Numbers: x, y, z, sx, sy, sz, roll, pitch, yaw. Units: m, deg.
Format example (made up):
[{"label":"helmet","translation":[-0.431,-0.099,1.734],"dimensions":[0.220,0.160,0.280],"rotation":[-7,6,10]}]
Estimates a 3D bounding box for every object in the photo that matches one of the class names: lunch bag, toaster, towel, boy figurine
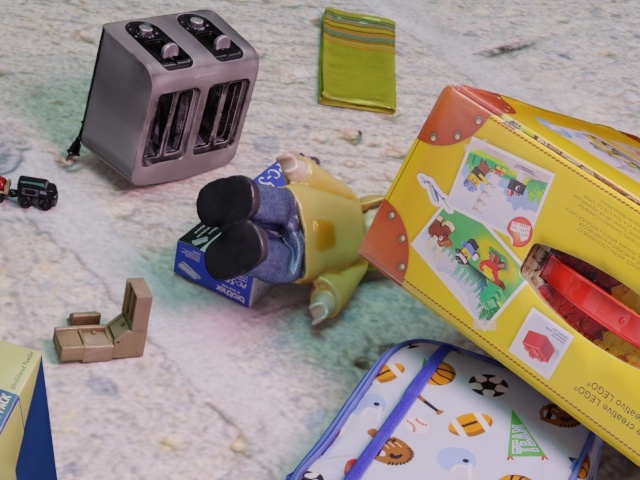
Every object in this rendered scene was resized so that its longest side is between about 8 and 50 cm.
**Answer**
[{"label":"lunch bag","translation":[0.104,0.213,1.432],"dimensions":[0.243,0.115,0.303],"rotation":[20,35,18]},{"label":"toaster","translation":[-0.177,-0.158,1.851],"dimensions":[0.168,0.185,0.110],"rotation":[-15,43,-43]},{"label":"towel","translation":[0.050,-0.239,2.144],"dimensions":[0.102,0.021,0.237],"rotation":[7,35,-3]},{"label":"boy figurine","translation":[0.000,0.000,1.686],"dimensions":[0.285,0.092,0.177],"rotation":[5,73,-48]}]

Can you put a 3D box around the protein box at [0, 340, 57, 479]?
[{"label":"protein box","translation":[-0.331,0.169,1.286],"dimensions":[0.201,0.199,0.136],"rotation":[15,50,8]}]

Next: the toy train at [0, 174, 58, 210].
[{"label":"toy train","translation":[-0.364,-0.062,1.774],"dimensions":[0.158,0.036,0.027],"rotation":[8,35,-2]}]

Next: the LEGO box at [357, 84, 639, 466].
[{"label":"LEGO box","translation":[0.348,0.073,1.504],"dimensions":[0.500,0.193,0.372],"rotation":[37,18,35]}]

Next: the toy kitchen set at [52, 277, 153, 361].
[{"label":"toy kitchen set","translation":[-0.217,0.068,1.590],"dimensions":[0.083,0.075,0.068],"rotation":[-2,35,-24]}]

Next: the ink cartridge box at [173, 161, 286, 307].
[{"label":"ink cartridge box","translation":[-0.062,-0.010,1.767],"dimensions":[0.097,0.046,0.207],"rotation":[25,37,19]}]
